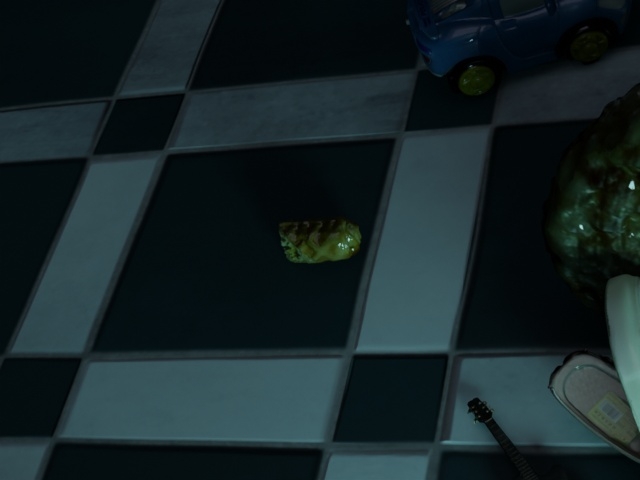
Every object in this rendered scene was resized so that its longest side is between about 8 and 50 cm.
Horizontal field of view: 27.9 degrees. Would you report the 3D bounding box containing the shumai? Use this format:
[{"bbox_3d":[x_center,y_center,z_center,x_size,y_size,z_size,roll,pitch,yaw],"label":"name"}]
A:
[{"bbox_3d":[0.445,-0.111,1.357,0.395,0.395,0.348,-1,51,23],"label":"shumai"}]

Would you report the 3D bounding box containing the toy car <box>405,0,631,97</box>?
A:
[{"bbox_3d":[0.271,-0.333,1.773,0.314,0.166,0.198,-16,49,9],"label":"toy car"}]

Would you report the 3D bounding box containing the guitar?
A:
[{"bbox_3d":[0.216,0.246,1.359,0.088,0.025,0.233,-31,44,-5],"label":"guitar"}]

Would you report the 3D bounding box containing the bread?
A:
[{"bbox_3d":[0.000,0.000,1.658,0.110,0.060,0.066,-2,20,21],"label":"bread"}]

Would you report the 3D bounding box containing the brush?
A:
[{"bbox_3d":[0.365,0.222,1.303,0.313,0.067,0.072,38,85,31],"label":"brush"}]

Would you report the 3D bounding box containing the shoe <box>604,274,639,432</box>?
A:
[{"bbox_3d":[0.387,0.179,1.204,0.160,0.132,0.363,-22,67,14],"label":"shoe"}]
